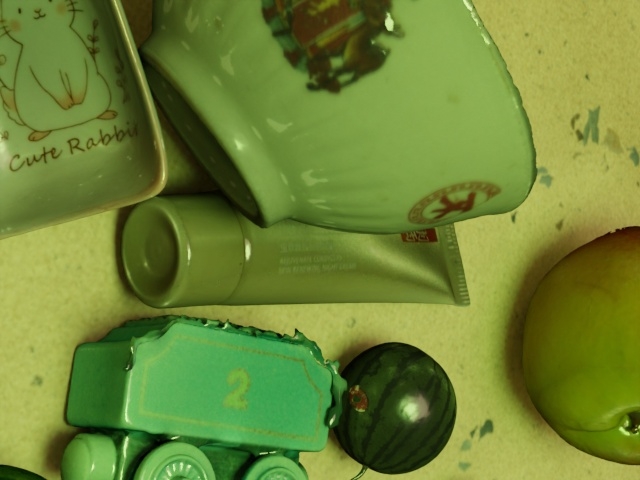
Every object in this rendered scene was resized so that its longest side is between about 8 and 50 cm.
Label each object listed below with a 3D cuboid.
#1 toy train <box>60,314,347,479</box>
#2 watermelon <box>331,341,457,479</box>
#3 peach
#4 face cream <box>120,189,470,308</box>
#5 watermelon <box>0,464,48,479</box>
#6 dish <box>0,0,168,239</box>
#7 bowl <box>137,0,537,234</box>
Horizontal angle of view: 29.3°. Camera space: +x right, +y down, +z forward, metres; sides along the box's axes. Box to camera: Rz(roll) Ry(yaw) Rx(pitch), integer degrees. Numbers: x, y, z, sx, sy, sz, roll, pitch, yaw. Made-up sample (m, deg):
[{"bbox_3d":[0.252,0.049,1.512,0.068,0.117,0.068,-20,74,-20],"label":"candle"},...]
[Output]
[{"bbox_3d":[-0.088,0.139,0.898,0.203,0.112,0.163,15,75,-38],"label":"toy train"},{"bbox_3d":[0.055,0.150,1.013,0.105,0.105,0.133,34,81,-34],"label":"watermelon"},{"bbox_3d":[0.297,0.095,1.128,0.231,0.231,0.231,0,91,-38],"label":"peach"},{"bbox_3d":[0.000,0.000,0.990,0.341,0.084,0.137,-4,79,-44],"label":"face cream"},{"bbox_3d":[-0.199,0.230,0.790,0.141,0.140,0.187,-53,124,-25],"label":"watermelon"},{"bbox_3d":[-0.190,-0.119,0.808,0.077,0.151,0.212,-67,141,-73],"label":"dish"},{"bbox_3d":[-0.022,-0.111,0.843,0.157,0.337,0.337,-37,114,-10],"label":"bowl"}]
